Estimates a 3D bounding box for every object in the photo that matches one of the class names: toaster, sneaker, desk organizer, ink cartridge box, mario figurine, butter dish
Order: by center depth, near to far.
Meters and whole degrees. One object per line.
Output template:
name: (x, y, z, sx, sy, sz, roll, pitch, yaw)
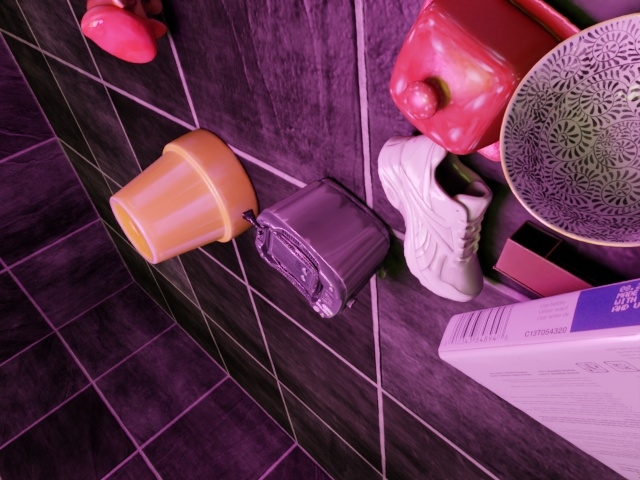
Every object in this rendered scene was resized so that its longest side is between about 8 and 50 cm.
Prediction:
butter dish: (0.123, -0.148, 0.439, 0.160, 0.118, 0.160, 45, 151, 13)
ink cartridge box: (0.342, 0.158, 0.463, 0.330, 0.071, 0.324, 33, 154, -12)
desk organizer: (0.262, 0.037, 0.513, 0.130, 0.047, 0.050, 36, 145, 29)
sneaker: (0.156, -0.022, 0.567, 0.115, 0.090, 0.232, -3, 120, 54)
toaster: (0.000, 0.000, 0.759, 0.227, 0.146, 0.129, 42, 149, 19)
mario figurine: (-0.353, -0.477, 0.833, 0.198, 0.170, 0.320, -88, -20, -77)

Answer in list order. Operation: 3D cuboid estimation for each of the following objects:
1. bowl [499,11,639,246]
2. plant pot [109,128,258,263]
bowl: (0.235, -0.074, 0.364, 0.170, 0.170, 0.080, 33, -170, 33)
plant pot: (-0.305, -0.081, 1.035, 0.254, 0.239, 0.254, 37, 147, 29)
